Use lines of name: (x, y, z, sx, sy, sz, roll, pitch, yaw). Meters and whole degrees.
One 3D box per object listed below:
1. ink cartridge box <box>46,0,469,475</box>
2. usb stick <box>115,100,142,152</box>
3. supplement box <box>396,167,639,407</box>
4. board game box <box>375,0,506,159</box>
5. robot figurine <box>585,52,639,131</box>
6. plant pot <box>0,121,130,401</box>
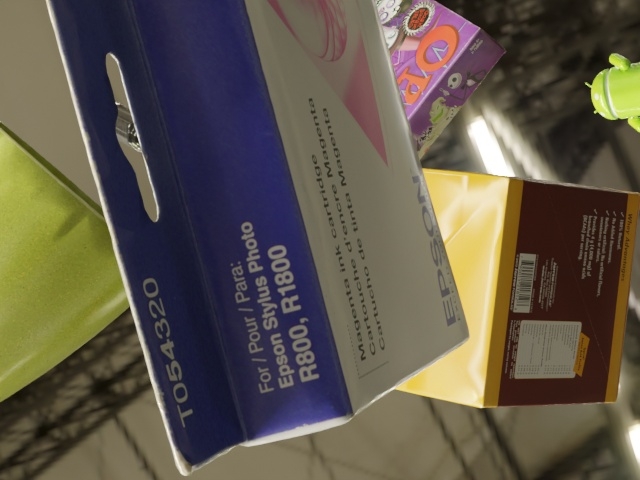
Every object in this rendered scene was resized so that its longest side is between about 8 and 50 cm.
ink cartridge box: (-0.025, -0.067, 0.877, 0.330, 0.071, 0.324, -19, -86, -71)
usb stick: (-0.231, -0.138, 2.003, 0.077, 0.278, 0.045, 26, -90, -21)
supplement box: (0.163, 0.040, 1.410, 0.194, 0.129, 0.191, 4, -87, -46)
board game box: (0.001, -0.084, 1.509, 0.056, 0.347, 0.208, 35, -176, -41)
robot figurine: (0.395, -0.190, 2.048, 0.067, 0.115, 0.101, -54, -51, -52)
plant pot: (-0.361, 0.052, 1.730, 0.275, 0.293, 0.275, 41, 178, 2)
